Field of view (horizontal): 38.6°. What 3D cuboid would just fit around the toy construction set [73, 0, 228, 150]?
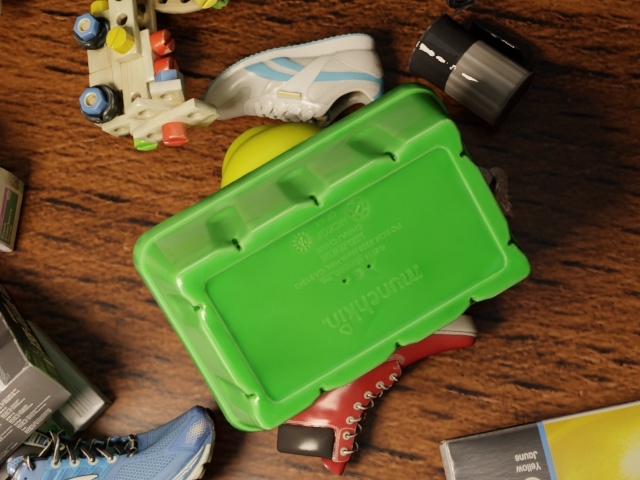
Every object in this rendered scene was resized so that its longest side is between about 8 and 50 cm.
[{"bbox_3d":[-0.195,-0.238,1.116,0.215,0.151,0.327,-13,60,18],"label":"toy construction set"}]

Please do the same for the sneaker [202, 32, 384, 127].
[{"bbox_3d":[-0.033,-0.184,1.133,0.229,0.087,0.092,-15,78,3],"label":"sneaker"}]

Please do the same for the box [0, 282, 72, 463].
[{"bbox_3d":[-0.451,0.197,1.019,0.307,0.076,0.242,-44,44,-6],"label":"box"}]

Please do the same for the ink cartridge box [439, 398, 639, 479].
[{"bbox_3d":[0.311,0.339,0.992,0.304,0.072,0.307,-12,74,1],"label":"ink cartridge box"}]

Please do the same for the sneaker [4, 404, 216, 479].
[{"bbox_3d":[-0.268,0.262,0.999,0.330,0.130,0.147,-27,97,-8],"label":"sneaker"}]

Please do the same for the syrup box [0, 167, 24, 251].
[{"bbox_3d":[-0.499,-0.048,1.129,0.237,0.096,0.093,5,79,5],"label":"syrup box"}]

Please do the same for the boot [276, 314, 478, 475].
[{"bbox_3d":[0.065,0.173,1.042,0.244,0.088,0.176,-9,76,10],"label":"boot"}]

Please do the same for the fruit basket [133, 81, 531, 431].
[{"bbox_3d":[0.000,0.000,0.984,0.392,0.392,0.282,-30,98,-3],"label":"fruit basket"}]

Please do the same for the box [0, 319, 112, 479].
[{"bbox_3d":[-0.366,0.210,1.087,0.145,0.038,0.186,43,84,12],"label":"box"}]

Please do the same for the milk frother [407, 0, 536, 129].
[{"bbox_3d":[0.197,-0.233,1.097,0.135,0.143,0.129,37,75,14],"label":"milk frother"}]

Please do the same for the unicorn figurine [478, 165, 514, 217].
[{"bbox_3d":[0.151,-0.068,1.111,0.162,0.060,0.111,6,76,-11],"label":"unicorn figurine"}]

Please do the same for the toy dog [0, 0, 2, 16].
[{"bbox_3d":[-0.525,-0.425,1.160,0.408,0.284,0.395,-27,58,-4],"label":"toy dog"}]
